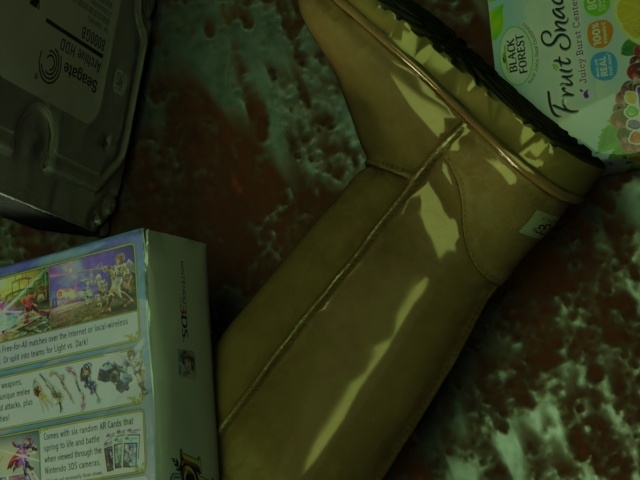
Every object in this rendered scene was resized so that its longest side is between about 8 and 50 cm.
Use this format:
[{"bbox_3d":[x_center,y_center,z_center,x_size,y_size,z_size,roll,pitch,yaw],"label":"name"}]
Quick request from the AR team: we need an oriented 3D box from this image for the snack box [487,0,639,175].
[{"bbox_3d":[0.150,-0.108,0.920,0.100,0.037,0.141,-10,76,20],"label":"snack box"}]

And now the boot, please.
[{"bbox_3d":[0.000,0.000,0.915,0.269,0.089,0.236,-53,56,16],"label":"boot"}]

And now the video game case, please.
[{"bbox_3d":[-0.177,0.140,0.945,0.269,0.061,0.244,-14,75,34],"label":"video game case"}]

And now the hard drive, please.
[{"bbox_3d":[-0.168,-0.188,0.949,0.064,0.237,0.339,7,81,22],"label":"hard drive"}]
